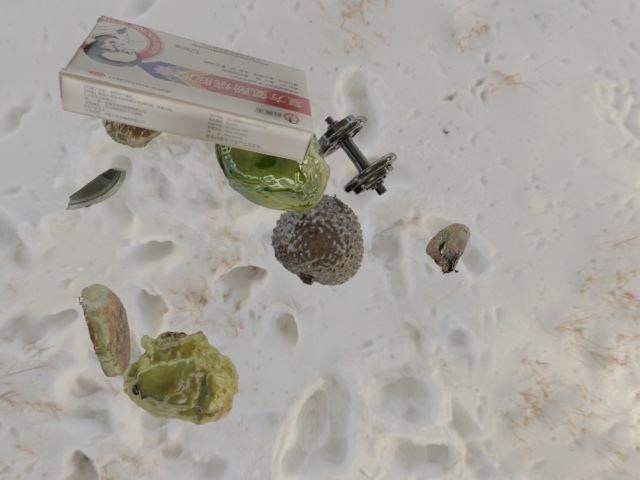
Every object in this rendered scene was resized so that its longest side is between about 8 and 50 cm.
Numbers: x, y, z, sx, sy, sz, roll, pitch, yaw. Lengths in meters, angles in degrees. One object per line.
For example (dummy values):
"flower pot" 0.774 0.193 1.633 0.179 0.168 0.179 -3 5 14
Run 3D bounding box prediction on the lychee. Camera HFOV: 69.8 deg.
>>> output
"lychee" 0.000 0.003 1.425 0.300 0.300 0.300 0 87 -5

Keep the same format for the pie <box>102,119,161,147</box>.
"pie" -0.518 -0.340 1.275 0.194 0.079 0.163 22 83 15

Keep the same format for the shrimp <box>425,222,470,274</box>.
"shrimp" 0.261 0.019 0.944 0.101 0.190 0.042 -28 107 28

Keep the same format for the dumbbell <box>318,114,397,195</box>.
"dumbbell" 0.109 -0.260 1.400 0.192 0.192 0.290 -36 90 -6

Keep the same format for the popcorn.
"popcorn" -0.348 0.348 1.157 0.287 0.215 0.252 3 105 2

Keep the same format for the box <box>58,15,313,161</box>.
"box" -0.192 -0.244 0.735 0.353 0.069 0.214 9 43 -14

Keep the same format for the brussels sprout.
"brussels sprout" -0.116 -0.195 1.110 0.294 0.259 0.227 24 86 -20

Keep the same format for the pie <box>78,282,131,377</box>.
"pie" -0.657 0.281 1.435 0.092 0.315 0.315 -14 88 -15

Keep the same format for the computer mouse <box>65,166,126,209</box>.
"computer mouse" -0.737 -0.160 1.522 0.231 0.126 0.071 -39 104 -11
